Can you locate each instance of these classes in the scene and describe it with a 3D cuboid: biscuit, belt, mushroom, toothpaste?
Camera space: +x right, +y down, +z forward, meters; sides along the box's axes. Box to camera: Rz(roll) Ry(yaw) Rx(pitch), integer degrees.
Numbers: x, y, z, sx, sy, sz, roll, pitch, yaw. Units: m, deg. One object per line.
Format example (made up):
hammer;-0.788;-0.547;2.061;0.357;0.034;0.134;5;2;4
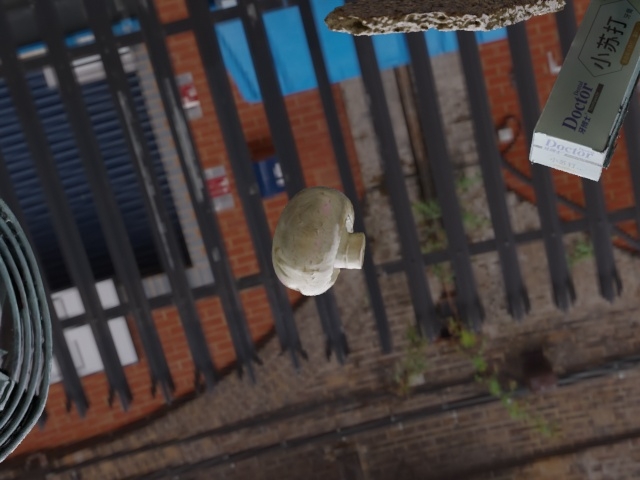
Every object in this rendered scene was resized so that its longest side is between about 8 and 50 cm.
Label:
biscuit;0.124;-0.225;1.007;0.131;0.026;0.237;18;-151;38
belt;-0.312;0.058;0.801;0.116;0.268;0.206;-5;-175;38
mushroom;0.000;0.000;0.777;0.067;0.084;0.083;10;-159;8
toothpaste;0.334;-0.213;1.214;0.089;0.071;0.313;20;-116;16
